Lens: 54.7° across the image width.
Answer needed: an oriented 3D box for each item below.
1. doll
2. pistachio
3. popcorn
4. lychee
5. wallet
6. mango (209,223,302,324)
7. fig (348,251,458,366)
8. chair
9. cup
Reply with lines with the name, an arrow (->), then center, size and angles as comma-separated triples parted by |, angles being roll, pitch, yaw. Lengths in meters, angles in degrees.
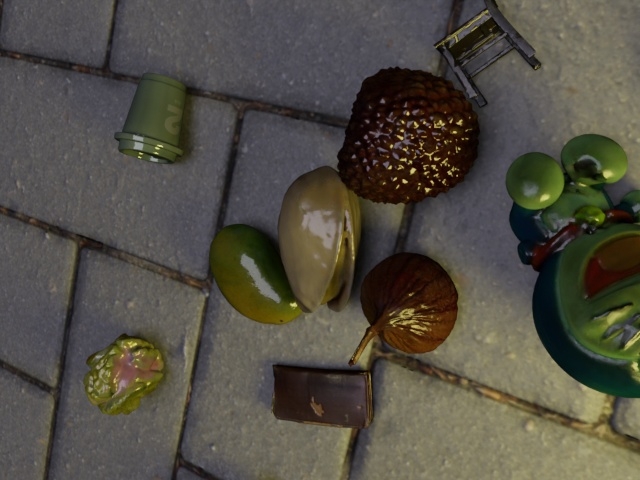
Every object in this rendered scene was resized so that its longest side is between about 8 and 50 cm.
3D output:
doll -> 0.338, 0.044, 0.728 | 0.198, 0.186, 0.322 | -15, 66, -3
pistachio -> 0.000, 0.000, 0.927 | 0.152, 0.126, 0.223 | -152, 62, -61
popcorn -> -0.362, 0.245, 1.133 | 0.126, 0.125, 0.145 | 17, 86, 46
lychee -> 0.122, -0.136, 0.838 | 0.188, 0.188, 0.188 | 2, 94, 27
wallet -> 0.000, 0.251, 1.001 | 0.176, 0.026, 0.095 | -4, 86, 27
mango -> -0.114, 0.061, 1.015 | 0.122, 0.085, 0.191 | -36, 76, 22
fig -> 0.097, 0.093, 0.847 | 0.146, 0.201, 0.134 | 44, 121, 25
chair -> 0.195, -0.298, 0.835 | 0.101, 0.084, 0.213 | -34, 78, 21
cup -> -0.287, -0.212, 1.081 | 0.120, 0.120, 0.141 | 10, 84, 27
